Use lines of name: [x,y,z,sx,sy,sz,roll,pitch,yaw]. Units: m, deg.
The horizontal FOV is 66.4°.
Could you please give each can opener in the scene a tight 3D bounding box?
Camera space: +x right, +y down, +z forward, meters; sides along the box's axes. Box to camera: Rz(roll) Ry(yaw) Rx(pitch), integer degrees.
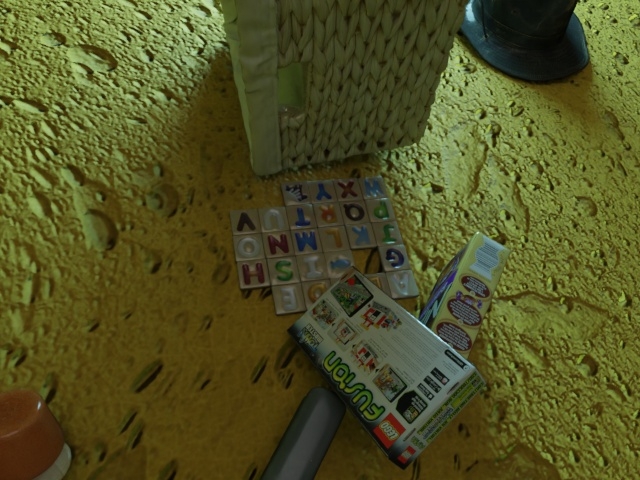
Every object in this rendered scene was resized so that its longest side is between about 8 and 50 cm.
can opener: [-0.077,0.263,0.473,0.095,0.076,0.283,30,59,5]

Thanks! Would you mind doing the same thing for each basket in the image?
basket: [0.002,-0.315,0.648,0.266,0.328,0.331,-9,63,-8]

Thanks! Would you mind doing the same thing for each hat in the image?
hat: [0.410,-0.473,0.951,0.331,0.134,0.331,5,60,-9]

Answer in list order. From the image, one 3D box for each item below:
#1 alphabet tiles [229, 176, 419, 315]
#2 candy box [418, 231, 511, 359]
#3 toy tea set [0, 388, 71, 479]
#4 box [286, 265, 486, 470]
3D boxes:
alphabet tiles: [0.000,0.000,0.674,0.237,0.009,0.198,-5,63,-15]
candy box: [0.159,0.091,0.598,0.053,0.109,0.187,29,59,5]
toy tea set: [-0.403,0.236,0.423,0.336,0.124,0.200,-1,32,-9]
box: [0.057,0.119,0.518,0.114,0.036,0.207,-44,39,-4]
